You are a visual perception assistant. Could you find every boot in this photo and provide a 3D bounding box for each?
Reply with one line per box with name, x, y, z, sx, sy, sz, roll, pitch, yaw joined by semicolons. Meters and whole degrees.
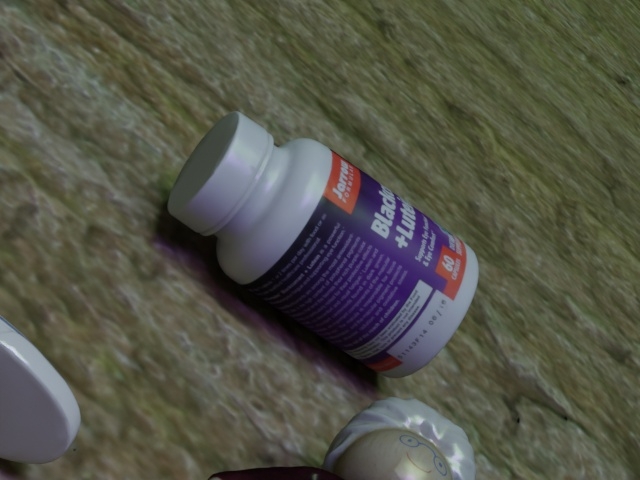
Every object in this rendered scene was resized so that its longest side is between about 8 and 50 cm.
boot;-0.187;0.026;0.747;0.190;0.069;0.086;39;30;-6

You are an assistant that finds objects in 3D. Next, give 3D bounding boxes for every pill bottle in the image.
pill bottle;0.000;0.000;0.999;0.193;0.108;0.108;34;29;-20

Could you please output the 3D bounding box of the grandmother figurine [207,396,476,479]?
grandmother figurine;0.009;0.187;0.761;0.208;0.104;0.342;50;29;-7
